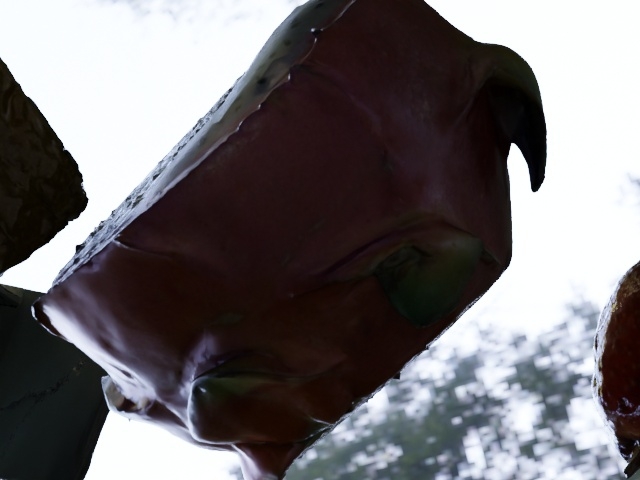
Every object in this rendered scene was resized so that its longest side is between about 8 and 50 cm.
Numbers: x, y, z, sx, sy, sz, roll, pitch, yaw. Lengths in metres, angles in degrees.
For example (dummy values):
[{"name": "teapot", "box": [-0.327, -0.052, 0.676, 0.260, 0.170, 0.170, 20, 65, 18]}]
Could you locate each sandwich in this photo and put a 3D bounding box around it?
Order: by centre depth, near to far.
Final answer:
[{"name": "sandwich", "box": [-0.262, -0.102, 1.071, 0.095, 0.273, 0.249, -38, -73, -19]}]

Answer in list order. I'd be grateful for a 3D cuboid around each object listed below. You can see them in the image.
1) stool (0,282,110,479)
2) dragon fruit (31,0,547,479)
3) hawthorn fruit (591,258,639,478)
[{"name": "stool", "box": [-0.318, 0.062, 1.500, 0.243, 0.269, 0.170, 38, -111, -41]}, {"name": "dragon fruit", "box": [0.000, 0.000, 1.036, 0.189, 0.290, 0.290, 43, -127, -5]}, {"name": "hawthorn fruit", "box": [0.286, 0.094, 1.513, 0.173, 0.173, 0.179, 15, -77, -35]}]
